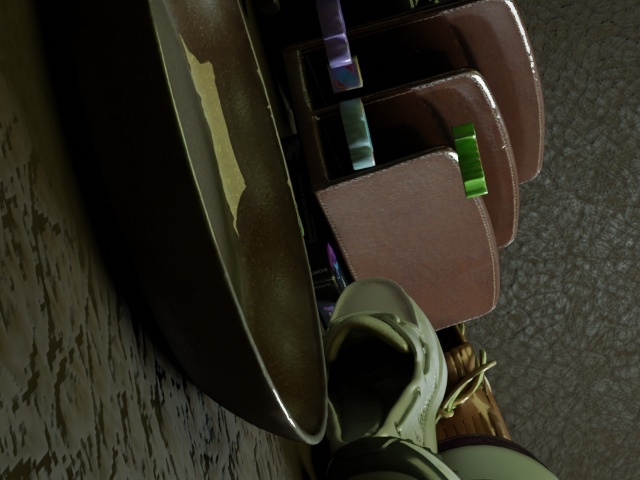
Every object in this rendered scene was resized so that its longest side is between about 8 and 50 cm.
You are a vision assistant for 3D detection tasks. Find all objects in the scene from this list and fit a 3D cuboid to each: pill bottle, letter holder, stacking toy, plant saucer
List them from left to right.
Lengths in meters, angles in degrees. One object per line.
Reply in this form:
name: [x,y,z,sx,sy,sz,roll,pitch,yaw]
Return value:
plant saucer: [-0.059,-0.048,0.659,0.310,0.050,0.311,-16,90,-85]
stacking toy: [0.021,-0.117,1.023,0.052,0.167,0.221,-83,158,-75]
letter holder: [0.112,-0.058,1.228,0.302,0.214,0.152,65,10,-58]
pill bottle: [0.128,0.246,1.100,0.301,0.169,0.169,45,30,-82]

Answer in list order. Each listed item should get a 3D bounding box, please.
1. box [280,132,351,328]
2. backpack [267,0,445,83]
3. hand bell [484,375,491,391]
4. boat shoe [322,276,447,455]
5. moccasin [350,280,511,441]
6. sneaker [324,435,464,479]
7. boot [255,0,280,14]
box: [0.000,0.000,1.223,0.116,0.029,0.162,66,9,-54]
backpack: [0.057,-0.244,1.478,0.355,0.273,0.290,-13,86,-63]
hand bell: [0.167,0.283,1.910,0.242,0.126,0.126,-70,146,-58]
boat shoe: [0.043,0.094,1.034,0.277,0.098,0.096,-93,168,-60]
moccasin: [0.114,0.149,1.389,0.147,0.139,0.380,64,12,-59]
sneaker: [0.068,0.253,0.884,0.108,0.100,0.271,-66,141,-73]
boot: [-0.066,-0.257,1.223,0.118,0.042,0.087,62,8,-72]
